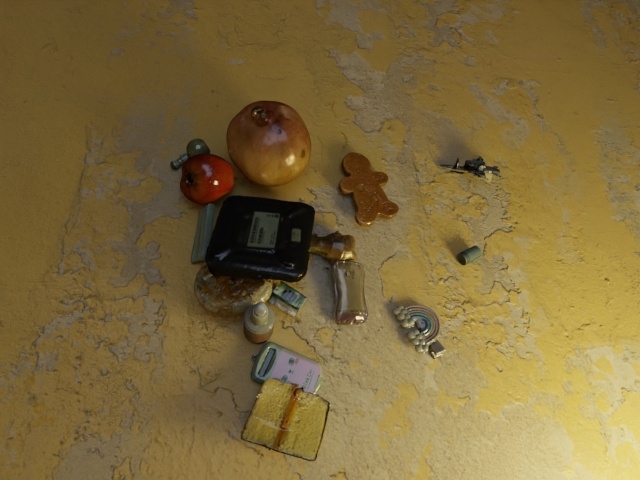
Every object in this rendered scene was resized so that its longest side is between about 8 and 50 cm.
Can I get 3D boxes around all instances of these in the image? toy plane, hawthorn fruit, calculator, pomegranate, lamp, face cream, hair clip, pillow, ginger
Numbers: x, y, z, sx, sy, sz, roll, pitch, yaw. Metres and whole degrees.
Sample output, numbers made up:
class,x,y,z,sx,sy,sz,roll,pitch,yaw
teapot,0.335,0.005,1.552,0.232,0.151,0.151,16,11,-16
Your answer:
class,x,y,z,sx,sy,sz,roll,pitch,yaw
toy plane,0.642,-0.318,1.916,0.262,0.088,0.192,14,36,1
hawthorn fruit,-0.402,-0.232,1.661,0.225,0.196,0.196,-13,64,-48
calculator,-0.112,0.428,1.452,0.246,0.045,0.141,24,63,3
pomegranate,-0.193,-0.379,1.675,0.338,0.338,0.338,4,64,-8
lamp,-0.513,-0.328,1.737,0.163,0.091,0.091,-35,74,-6
face cream,-0.194,0.252,1.406,0.101,0.252,0.101,4,64,-8
hair clip,0.368,0.315,1.590,0.140,0.054,0.220,-23,66,-12
pillow,0.106,0.186,1.592,0.130,0.038,0.233,2,76,-14
ginger,0.000,0.000,1.660,0.294,0.086,0.131,24,85,8

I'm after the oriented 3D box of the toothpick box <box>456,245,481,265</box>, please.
class,x,y,z,sx,sy,sz,roll,pitch,yaw
toothpick box,0.583,0.059,1.743,0.083,0.052,0.052,-24,71,-21

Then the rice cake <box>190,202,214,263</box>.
class,x,y,z,sx,sy,sz,roll,pitch,yaw
rice cake,-0.424,-0.025,1.605,0.042,0.080,0.222,24,56,-39

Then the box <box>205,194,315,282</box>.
class,x,y,z,sx,sy,sz,roll,pitch,yaw
box,-0.204,-0.016,1.569,0.350,0.091,0.359,5,50,2

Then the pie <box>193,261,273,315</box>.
class,x,y,z,sx,sy,sz,roll,pitch,yaw
pie,-0.294,0.142,1.520,0.274,0.055,0.274,3,48,-3

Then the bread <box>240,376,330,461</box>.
class,x,y,z,sx,sy,sz,roll,pitch,yaw
bread,-0.098,0.526,1.333,0.240,0.135,0.178,17,81,1

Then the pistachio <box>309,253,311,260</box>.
class,x,y,z,sx,sy,sz,roll,pitch,yaw
pistachio,-0.123,0.055,1.628,0.173,0.049,0.089,3,87,-10

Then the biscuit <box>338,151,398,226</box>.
class,x,y,z,sx,sy,sz,roll,pitch,yaw
biscuit,0.182,-0.215,1.812,0.216,0.047,0.340,-17,66,-19

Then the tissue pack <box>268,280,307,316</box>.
class,x,y,z,sx,sy,sz,roll,pitch,yaw
tissue pack,-0.115,0.207,1.536,0.111,0.085,0.079,33,65,6
